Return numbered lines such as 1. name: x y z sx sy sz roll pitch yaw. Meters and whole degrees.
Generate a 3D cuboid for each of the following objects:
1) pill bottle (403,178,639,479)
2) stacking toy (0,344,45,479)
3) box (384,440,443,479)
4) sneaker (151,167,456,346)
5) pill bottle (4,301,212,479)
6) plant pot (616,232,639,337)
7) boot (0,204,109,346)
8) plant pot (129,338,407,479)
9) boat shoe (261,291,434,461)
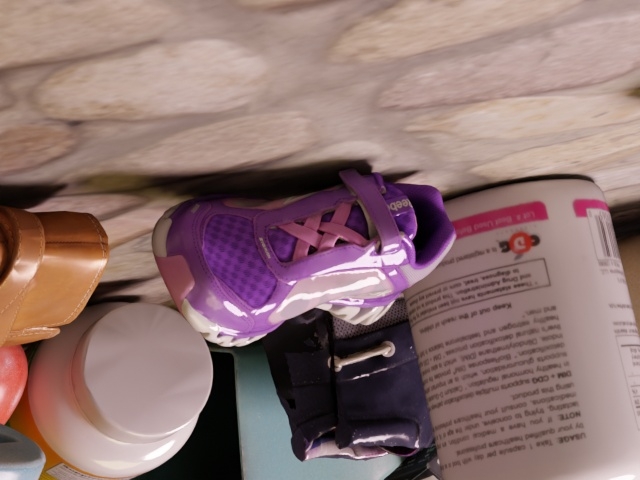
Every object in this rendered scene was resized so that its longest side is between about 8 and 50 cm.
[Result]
1. pill bottle: 0.156 0.111 1.126 0.160 0.283 0.160 -11 168 -2
2. stacking toy: -0.315 0.109 1.018 0.279 0.130 0.309 16 -176 -15
3. box: 0.216 0.174 1.485 0.270 0.165 0.143 -49 -178 -21
4. sneaker: 0.000 0.000 0.948 0.104 0.095 0.236 -28 166 34
5. pill bottle: -0.175 0.125 1.240 0.136 0.136 0.246 -6 167 -27
6. plant pot: 0.290 0.093 1.306 0.274 0.256 0.256 -2 166 -18
7. boot: -0.270 0.042 0.885 0.220 0.109 0.283 -7 161 -41
8. plant pot: -0.035 0.155 1.411 0.234 0.165 0.165 -9 -173 -42
9. boat shoe: 0.081 0.104 1.336 0.340 0.158 0.127 0 164 -45
